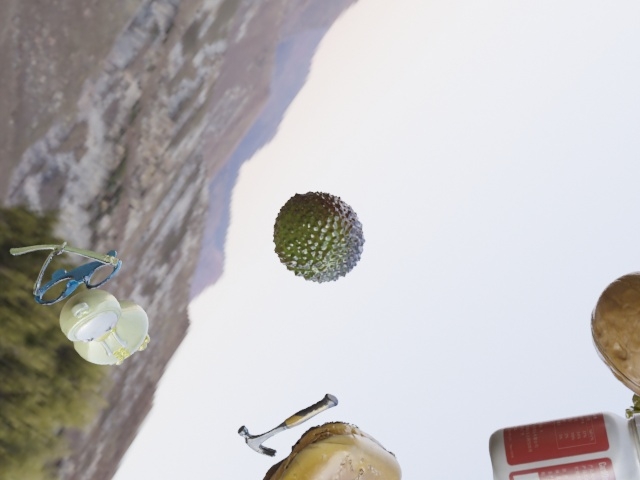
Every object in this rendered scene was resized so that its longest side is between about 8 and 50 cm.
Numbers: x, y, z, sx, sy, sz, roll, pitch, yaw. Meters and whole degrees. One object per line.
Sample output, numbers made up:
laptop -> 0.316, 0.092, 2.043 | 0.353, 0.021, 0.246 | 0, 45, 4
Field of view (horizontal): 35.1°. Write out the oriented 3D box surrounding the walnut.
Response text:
walnut -> 0.476, 0.138, 1.435 | 0.167, 0.167, 0.207 | -51, -127, 22

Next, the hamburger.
hamburger -> 0.025, 0.578, 2.356 | 0.305, 0.284, 0.174 | -53, -155, 4

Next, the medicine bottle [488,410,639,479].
medicine bottle -> 0.393, 0.337, 1.562 | 0.250, 0.131, 0.131 | -12, -157, 13

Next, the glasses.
glasses -> -0.587, 0.070, 2.277 | 0.239, 0.207, 0.102 | -19, -112, 22

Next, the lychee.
lychee -> 0.000, 0.000, 1.694 | 0.171, 0.171, 0.171 | -52, -171, 12

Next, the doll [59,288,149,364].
doll -> -0.386, 0.157, 1.803 | 0.141, 0.117, 0.296 | -27, 169, -2

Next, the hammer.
hammer -> -0.049, 0.318, 1.757 | 0.201, 0.078, 0.021 | -31, -161, 26

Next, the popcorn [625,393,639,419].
popcorn -> 0.696, 0.372, 2.083 | 0.141, 0.135, 0.163 | -164, -106, -73
